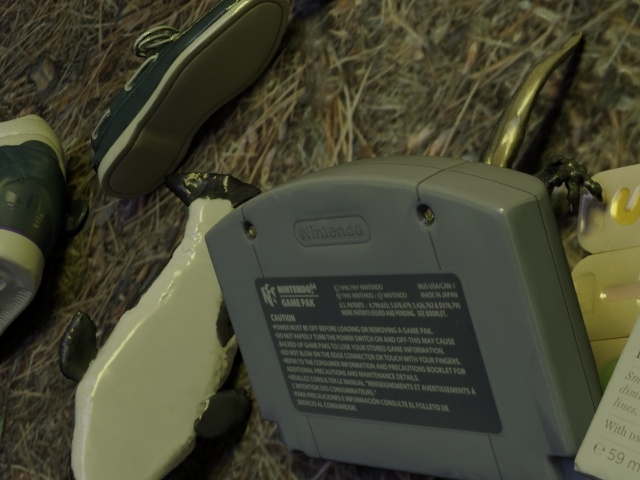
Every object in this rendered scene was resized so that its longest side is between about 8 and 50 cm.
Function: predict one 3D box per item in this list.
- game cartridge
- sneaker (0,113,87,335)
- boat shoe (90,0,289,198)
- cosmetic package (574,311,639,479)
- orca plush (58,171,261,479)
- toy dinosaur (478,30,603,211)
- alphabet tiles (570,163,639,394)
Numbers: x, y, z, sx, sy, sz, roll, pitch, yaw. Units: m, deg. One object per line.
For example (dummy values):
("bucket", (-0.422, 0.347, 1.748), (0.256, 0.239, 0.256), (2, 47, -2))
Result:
("game cartridge", (0.043, 0.048, 0.803), (0.297, 0.062, 0.198), (-3, 103, 53))
("sneaker", (-0.372, 0.004, 1.344), (0.323, 0.130, 0.236), (-37, 37, 36))
("boat shoe", (-0.124, -0.145, 1.161), (0.254, 0.095, 0.079), (-49, 52, 32))
("cosmetic package", (0.233, 0.037, 0.645), (0.117, 0.085, 0.231), (19, 84, 44))
("orca plush", (-0.135, 0.084, 1.046), (0.102, 0.151, 0.287), (126, 150, -66))
("toy dinosaur", (0.114, -0.022, 0.842), (0.268, 0.064, 0.118), (-58, 21, 3))
("alphabet tiles", (0.197, 0.082, 0.739), (0.278, 0.021, 0.284), (-10, 63, 45))
